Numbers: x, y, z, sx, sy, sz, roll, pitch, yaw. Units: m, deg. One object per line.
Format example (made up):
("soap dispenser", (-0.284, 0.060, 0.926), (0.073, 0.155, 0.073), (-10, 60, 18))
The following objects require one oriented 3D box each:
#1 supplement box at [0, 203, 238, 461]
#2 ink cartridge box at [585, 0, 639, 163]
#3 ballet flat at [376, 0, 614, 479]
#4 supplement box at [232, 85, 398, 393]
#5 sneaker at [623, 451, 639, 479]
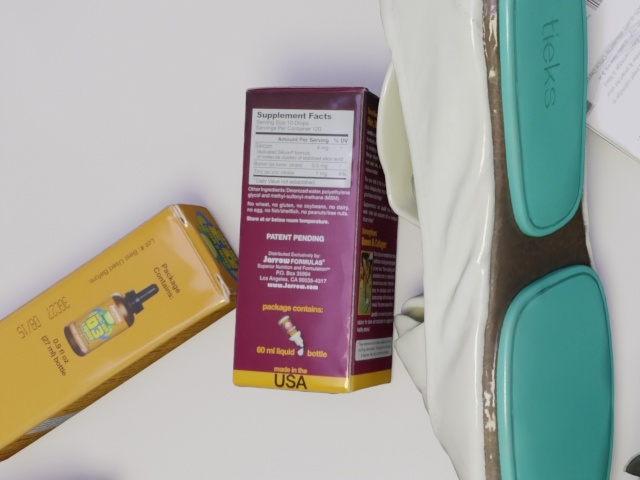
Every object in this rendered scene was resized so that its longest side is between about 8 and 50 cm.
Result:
("supplement box", (-0.161, 0.068, 1.019), (0.233, 0.080, 0.078), (-33, 81, 14))
("ink cartridge box", (0.184, -0.119, 0.938), (0.135, 0.056, 0.099), (38, 99, 14))
("ballet flat", (0.101, 0.009, 0.919), (0.139, 0.139, 0.400), (-2, 103, 15))
("supplement box", (0.000, 0.000, 0.961), (0.080, 0.104, 0.188), (2, 89, 16))
("sneaker", (0.250, 0.252, 0.883), (0.122, 0.146, 0.331), (22, 120, 41))
